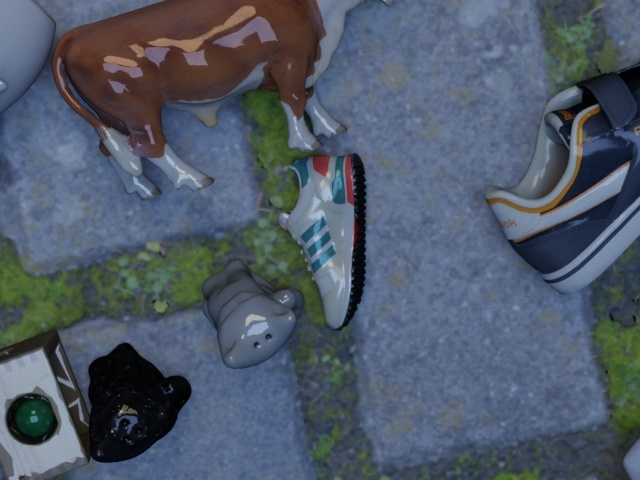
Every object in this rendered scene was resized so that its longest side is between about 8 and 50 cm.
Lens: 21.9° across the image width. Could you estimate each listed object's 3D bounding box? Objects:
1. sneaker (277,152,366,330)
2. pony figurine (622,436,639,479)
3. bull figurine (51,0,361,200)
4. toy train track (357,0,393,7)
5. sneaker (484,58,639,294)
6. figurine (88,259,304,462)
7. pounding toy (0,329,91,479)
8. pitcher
[{"bbox_3d":[0.000,0.000,1.500,0.075,0.057,0.161,3,97,13],"label":"sneaker"},{"bbox_3d":[0.373,0.319,1.465,0.351,0.303,0.363,39,96,26],"label":"pony figurine"},{"bbox_3d":[-0.073,-0.158,1.451,0.310,0.101,0.188,-18,100,0],"label":"bull figurine"},{"bbox_3d":[0.035,-0.244,1.493,0.083,0.014,0.048,42,91,-6],"label":"toy train track"},{"bbox_3d":[0.284,-0.105,1.465,0.127,0.126,0.321,43,93,-12],"label":"sneaker"},{"bbox_3d":[-0.108,0.106,1.419,0.215,0.209,0.092,-37,96,0],"label":"figurine"},{"bbox_3d":[-0.269,0.146,1.447,0.100,0.141,0.130,-20,96,-1],"label":"pounding toy"},{"bbox_3d":[-0.315,-0.129,1.406,0.207,0.178,0.125,-46,140,0],"label":"pitcher"}]
